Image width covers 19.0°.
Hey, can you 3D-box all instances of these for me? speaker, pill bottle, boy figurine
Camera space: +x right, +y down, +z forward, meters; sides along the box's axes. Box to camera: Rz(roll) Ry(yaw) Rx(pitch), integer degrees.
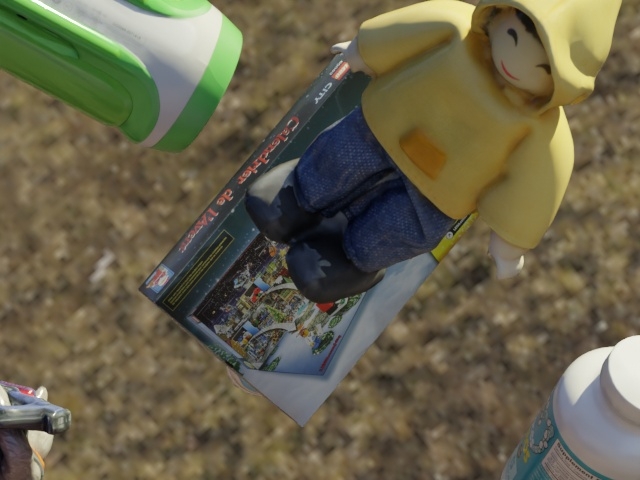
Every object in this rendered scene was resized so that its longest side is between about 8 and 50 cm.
[{"bbox_3d":[-0.211,-0.179,1.427,0.131,0.296,0.131,-52,20,28],"label":"speaker"},{"bbox_3d":[0.284,0.204,1.918,0.264,0.146,0.146,113,-178,-50],"label":"pill bottle"},{"bbox_3d":[0.079,-0.061,1.134,0.092,0.177,0.285,-26,-8,-44],"label":"boy figurine"}]

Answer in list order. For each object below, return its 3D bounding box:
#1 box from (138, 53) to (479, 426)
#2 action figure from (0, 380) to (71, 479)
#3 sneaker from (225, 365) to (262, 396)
[{"bbox_3d":[0.000,0.000,1.428,0.233,0.159,0.044,-50,24,-5],"label":"box"},{"bbox_3d":[-0.403,0.216,1.824,0.330,0.179,0.341,-21,24,-40],"label":"action figure"},{"bbox_3d":[-0.022,0.022,1.647,0.092,0.087,0.229,142,140,-81],"label":"sneaker"}]
